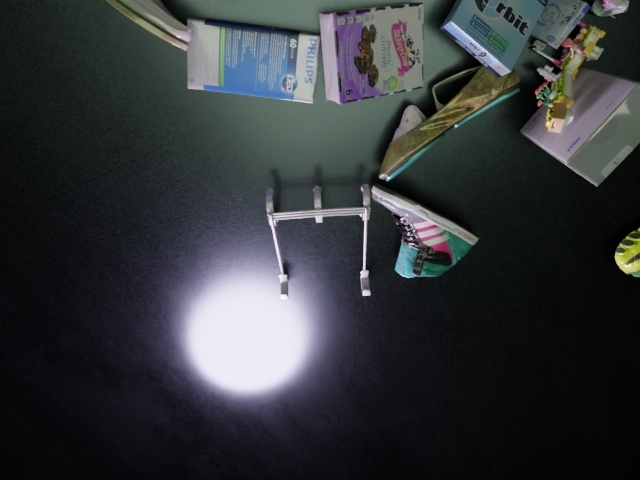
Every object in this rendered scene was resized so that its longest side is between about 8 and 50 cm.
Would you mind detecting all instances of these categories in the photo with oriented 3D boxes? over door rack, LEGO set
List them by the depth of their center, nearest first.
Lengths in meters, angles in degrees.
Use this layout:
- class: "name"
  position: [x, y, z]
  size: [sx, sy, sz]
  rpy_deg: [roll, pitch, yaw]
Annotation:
- class: "LEGO set"
  position: [0.481, -0.359, 0.981]
  size: [0.107, 0.132, 0.287]
  rpy_deg: [27, 92, -8]
- class: "over door rack"
  position: [0.000, 0.000, 1.189]
  size: [0.240, 0.108, 0.324]
  rpy_deg: [-3, 132, 1]

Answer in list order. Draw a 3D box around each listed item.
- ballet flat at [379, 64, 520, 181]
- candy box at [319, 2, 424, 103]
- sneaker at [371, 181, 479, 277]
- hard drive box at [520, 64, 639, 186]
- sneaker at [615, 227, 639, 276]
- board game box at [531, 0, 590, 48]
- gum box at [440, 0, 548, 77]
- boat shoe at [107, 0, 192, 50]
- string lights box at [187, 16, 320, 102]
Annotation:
- class: "ballet flat"
  position: [0.251, -0.267, 1.048]
  size: [0.349, 0.123, 0.123]
  rpy_deg: [-35, 113, 17]
- class: "candy box"
  position: [0.105, -0.373, 0.967]
  size: [0.196, 0.070, 0.164]
  rpy_deg: [-16, 118, -18]
- class: "sneaker"
  position: [0.216, -0.007, 1.173]
  size: [0.296, 0.124, 0.178]
  rpy_deg: [27, 104, -15]
- class: "hard drive box"
  position: [0.538, -0.240, 0.986]
  size: [0.089, 0.232, 0.181]
  rpy_deg: [30, 114, -15]
- class: "sneaker"
  position: [0.863, -0.021, 1.191]
  size: [0.295, 0.109, 0.123]
  rpy_deg: [-40, 134, 16]
- class: "board game box"
  position: [0.464, -0.438, 0.964]
  size: [0.020, 0.090, 0.090]
  rpy_deg: [16, 120, -41]
- class: "gum box"
  position: [0.339, -0.439, 0.939]
  size: [0.157, 0.041, 0.184]
  rpy_deg: [32, 80, -15]
- class: "boat shoe"
  position: [-0.356, -0.477, 0.902]
  size: [0.302, 0.113, 0.103]
  rpy_deg: [36, 98, -4]
- class: "string lights box"
  position: [-0.135, -0.369, 1.000]
  size: [0.260, 0.076, 0.133]
  rpy_deg: [6, 117, -4]
